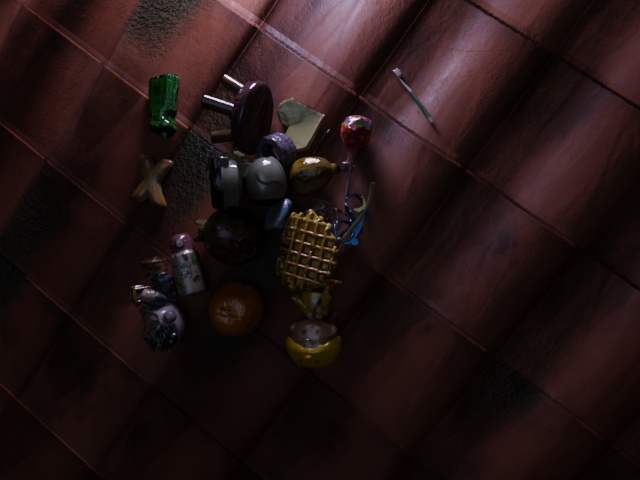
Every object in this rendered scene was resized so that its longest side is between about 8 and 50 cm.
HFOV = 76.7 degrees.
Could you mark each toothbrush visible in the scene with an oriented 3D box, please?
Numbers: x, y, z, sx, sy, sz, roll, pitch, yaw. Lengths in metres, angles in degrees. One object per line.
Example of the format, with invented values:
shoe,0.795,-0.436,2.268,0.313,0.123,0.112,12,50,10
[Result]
toothbrush,0.353,-0.545,1.529,0.024,0.018,0.257,-33,85,3

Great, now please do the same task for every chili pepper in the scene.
chili pepper,-0.643,-0.537,1.663,0.136,0.099,0.270,-3,87,1

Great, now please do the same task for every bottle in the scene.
bottle,-0.548,0.097,1.656,0.120,0.120,0.253,-15,89,10

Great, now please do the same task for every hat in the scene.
hat,0.000,0.000,1.563,0.236,0.107,0.286,36,95,9

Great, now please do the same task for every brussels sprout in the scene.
brussels sprout,-0.337,-0.275,1.608,0.149,0.122,0.152,9,95,-16

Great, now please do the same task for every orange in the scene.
orange,-0.328,0.270,1.588,0.219,0.193,0.219,0,79,1

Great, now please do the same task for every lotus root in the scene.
lotus root,-0.030,-0.255,1.547,0.214,0.138,0.138,-17,89,15

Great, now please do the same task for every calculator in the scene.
calculator,-0.168,-0.094,1.554,0.039,0.210,0.121,26,78,-21

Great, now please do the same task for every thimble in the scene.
thimble,-0.169,-0.335,1.563,0.150,0.098,0.150,16,125,24

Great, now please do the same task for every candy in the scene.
candy,0.119,-0.289,1.549,0.124,0.124,0.365,9,104,9

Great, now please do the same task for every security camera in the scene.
security camera,-0.261,-0.211,1.478,0.277,0.197,0.191,-5,99,-16

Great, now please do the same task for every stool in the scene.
stool,-0.305,-0.474,1.521,0.178,0.272,0.272,18,95,12

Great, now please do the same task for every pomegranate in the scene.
pomegranate,-0.358,-0.013,1.593,0.306,0.242,0.242,-7,91,54

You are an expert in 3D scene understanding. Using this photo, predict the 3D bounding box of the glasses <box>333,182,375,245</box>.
glasses,0.124,-0.117,1.463,0.102,0.207,0.239,19,53,10

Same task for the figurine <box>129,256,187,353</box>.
figurine,-0.652,0.266,1.632,0.186,0.261,0.382,-14,99,-30

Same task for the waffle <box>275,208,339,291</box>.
waffle,-0.064,0.043,1.490,0.283,0.065,0.309,-32,74,16

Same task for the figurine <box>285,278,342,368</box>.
figurine,-0.015,0.314,1.545,0.215,0.187,0.344,7,87,19

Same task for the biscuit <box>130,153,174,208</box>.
biscuit,-0.714,-0.252,1.711,0.164,0.047,0.208,14,95,10

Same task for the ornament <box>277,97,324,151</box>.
ornament,-0.067,-0.459,1.590,0.180,0.059,0.201,-15,92,9

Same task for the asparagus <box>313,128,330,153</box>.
asparagus,0.004,-0.392,1.597,0.015,0.014,0.114,28,99,-26
